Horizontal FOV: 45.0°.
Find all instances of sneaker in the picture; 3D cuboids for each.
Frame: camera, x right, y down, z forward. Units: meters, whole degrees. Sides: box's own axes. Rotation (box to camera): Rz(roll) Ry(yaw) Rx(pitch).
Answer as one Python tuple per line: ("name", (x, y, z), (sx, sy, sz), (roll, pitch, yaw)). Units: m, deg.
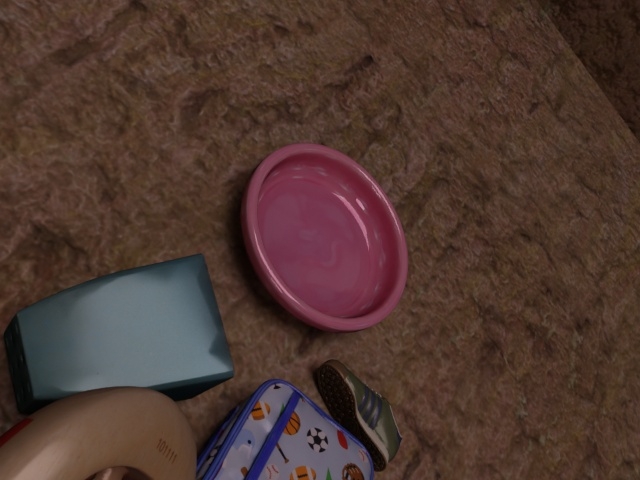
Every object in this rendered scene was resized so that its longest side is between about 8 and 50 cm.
("sneaker", (0.069, 0.268, 1.245), (0.086, 0.064, 0.192), (-27, 88, -51))

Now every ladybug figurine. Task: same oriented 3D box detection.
("ladybug figurine", (-0.304, 0.345, 0.789), (0.449, 0.162, 0.305), (-57, 140, -30))

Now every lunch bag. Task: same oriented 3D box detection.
("lunch bag", (-0.071, 0.350, 1.038), (0.243, 0.115, 0.303), (44, 41, -9))

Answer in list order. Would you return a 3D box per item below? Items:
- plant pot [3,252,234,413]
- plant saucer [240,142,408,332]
("plant pot", (-0.262, 0.133, 0.975), (0.234, 0.166, 0.165), (-8, 74, -34))
("plant saucer", (0.000, 0.000, 1.300), (0.332, 0.084, 0.332), (18, 58, -32))
